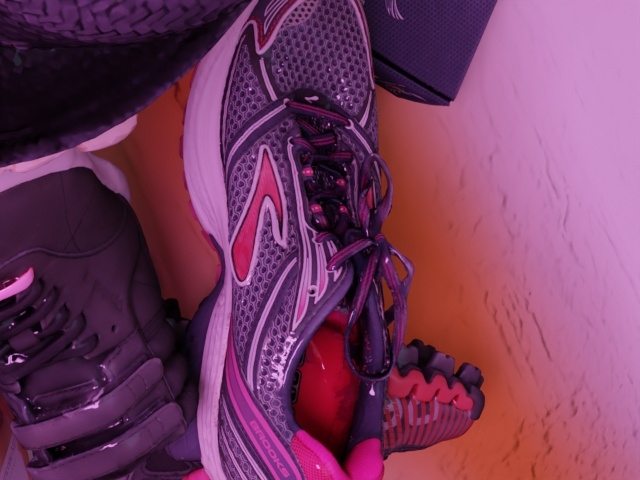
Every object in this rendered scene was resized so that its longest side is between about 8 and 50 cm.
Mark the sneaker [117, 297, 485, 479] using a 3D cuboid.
[{"bbox_3d":[-0.021,0.111,0.930,0.276,0.097,0.135,6,96,-36],"label":"sneaker"}]

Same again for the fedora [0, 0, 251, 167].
[{"bbox_3d":[-0.052,-0.167,0.398,0.334,0.152,0.334,-18,118,-37],"label":"fedora"}]

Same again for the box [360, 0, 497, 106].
[{"bbox_3d":[0.046,-0.221,0.928,0.183,0.059,0.233,28,84,-39],"label":"box"}]

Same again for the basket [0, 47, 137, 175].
[{"bbox_3d":[-0.274,-0.137,0.538,0.328,0.331,0.266,-24,116,-31],"label":"basket"}]

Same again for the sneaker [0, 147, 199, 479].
[{"bbox_3d":[-0.121,0.040,0.690,0.104,0.296,0.147,-22,86,6],"label":"sneaker"}]

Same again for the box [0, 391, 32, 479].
[{"bbox_3d":[-0.202,0.128,0.762,0.091,0.130,0.170,-5,109,7],"label":"box"}]

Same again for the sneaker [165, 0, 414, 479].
[{"bbox_3d":[0.000,0.000,0.820,0.121,0.112,0.299,9,77,-35],"label":"sneaker"}]
